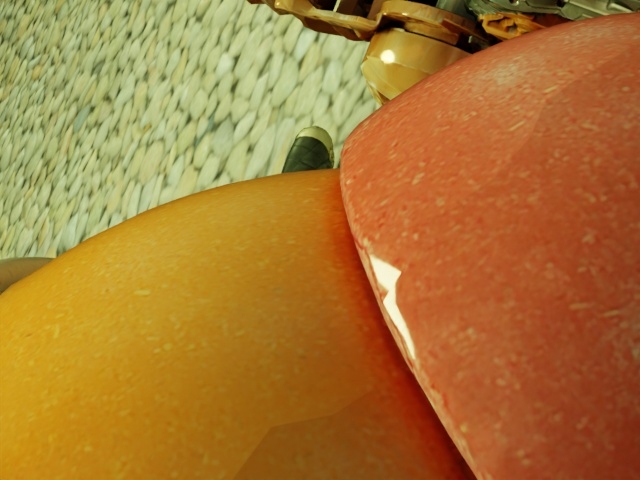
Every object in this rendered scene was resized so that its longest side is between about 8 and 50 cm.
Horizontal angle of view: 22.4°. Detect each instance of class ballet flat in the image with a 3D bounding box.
[{"bbox_3d":[0.000,0.000,0.986,0.049,0.057,0.173,-9,51,14],"label":"ballet flat"}]

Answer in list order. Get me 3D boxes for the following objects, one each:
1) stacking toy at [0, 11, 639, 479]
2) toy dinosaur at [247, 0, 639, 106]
[{"bbox_3d":[0.146,0.020,0.412,0.480,0.350,0.351,-42,31,16],"label":"stacking toy"},{"bbox_3d":[0.082,-0.086,0.648,0.322,0.218,0.164,44,96,21],"label":"toy dinosaur"}]
